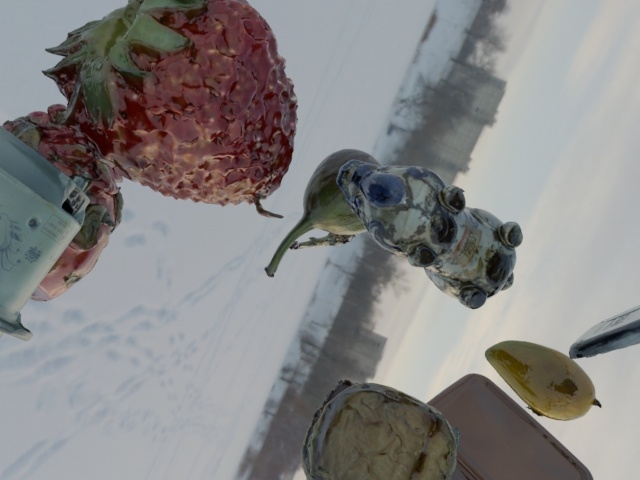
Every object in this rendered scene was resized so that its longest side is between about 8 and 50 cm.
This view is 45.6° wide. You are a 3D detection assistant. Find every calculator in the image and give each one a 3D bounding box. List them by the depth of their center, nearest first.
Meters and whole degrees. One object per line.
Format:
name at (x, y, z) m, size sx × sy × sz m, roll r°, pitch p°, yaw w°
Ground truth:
calculator at (0.439, 0.097, 0.966) m, size 0.268 × 0.040 × 0.177 m, roll -31°, pitch 170°, yaw 33°

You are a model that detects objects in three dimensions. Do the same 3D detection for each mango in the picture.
mango at (0.342, 0.211, 1.173) m, size 0.101 × 0.187 × 0.066 m, roll -49°, pitch 156°, yaw -21°

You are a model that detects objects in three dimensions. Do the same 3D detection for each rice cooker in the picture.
rice cooker at (-0.406, -0.001, 0.772) m, size 0.264 × 0.316 × 0.317 m, roll 105°, pitch 9°, yaw -76°

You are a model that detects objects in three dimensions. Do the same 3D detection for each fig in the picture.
fig at (-0.001, -0.039, 1.206) m, size 0.245 × 0.149 × 0.149 m, roll -41°, pitch 174°, yaw -10°

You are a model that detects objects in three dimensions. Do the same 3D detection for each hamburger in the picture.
hamburger at (0.076, 0.280, 1.007) m, size 0.183 × 0.206 × 0.130 m, roll -59°, pitch 165°, yaw -27°

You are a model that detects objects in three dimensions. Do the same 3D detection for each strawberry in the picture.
strawberry at (-0.141, -0.154, 0.949) m, size 0.292 × 0.343 × 0.292 m, roll -24°, pitch -136°, yaw 25°

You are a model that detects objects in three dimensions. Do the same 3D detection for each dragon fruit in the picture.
dragon fruit at (-0.432, -0.064, 1.190) m, size 0.269 × 0.250 × 0.291 m, roll 121°, pitch -13°, yaw -66°

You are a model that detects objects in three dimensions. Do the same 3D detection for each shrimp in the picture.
shrimp at (0.000, -0.002, 1.533) m, size 0.178 × 0.124 × 0.034 m, roll 168°, pitch -87°, yaw -73°

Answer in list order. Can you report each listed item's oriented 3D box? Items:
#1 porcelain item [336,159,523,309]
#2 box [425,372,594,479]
porcelain item at (0.152, -0.014, 1.078) m, size 0.186 × 0.288 × 0.138 m, roll 29°, pitch -90°, yaw 50°
box at (0.320, 0.463, 1.483) m, size 0.239 × 0.339 × 0.229 m, roll -24°, pitch 146°, yaw -39°
